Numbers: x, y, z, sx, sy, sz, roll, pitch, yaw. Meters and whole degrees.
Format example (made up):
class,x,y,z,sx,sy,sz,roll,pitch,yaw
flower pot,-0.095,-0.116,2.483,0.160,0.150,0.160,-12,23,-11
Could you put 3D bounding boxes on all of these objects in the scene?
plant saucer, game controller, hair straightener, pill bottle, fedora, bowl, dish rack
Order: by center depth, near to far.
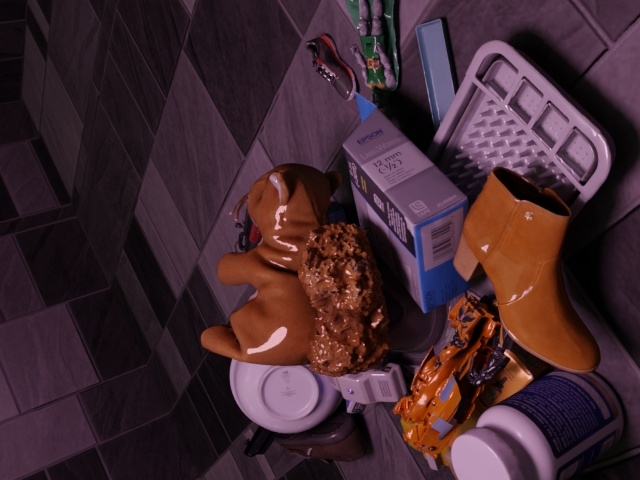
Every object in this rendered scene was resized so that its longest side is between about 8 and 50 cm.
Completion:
class,x,y,z,sx,sy,sz,roll,pitch,yaw
pill bottle,0.345,0.315,1.198,0.153,0.264,0.153,31,130,46
dish rack,0.311,-0.123,1.202,0.285,0.072,0.333,53,144,25
plant saucer,0.211,-0.287,1.317,0.067,0.018,0.192,3,110,56
fedora,0.143,0.133,1.486,0.275,0.124,0.244,10,98,50
bowl,-0.074,0.342,1.798,0.134,0.298,0.298,-105,1,-81
game controller,-0.110,0.443,2.005,0.067,0.166,0.319,30,120,0
hair straightener,-0.197,-0.015,2.060,0.089,0.047,0.230,49,146,31

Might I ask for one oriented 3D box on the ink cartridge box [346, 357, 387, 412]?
class,x,y,z,sx,sy,sz,roll,pitch,yaw
ink cartridge box,0.095,0.251,1.714,0.208,0.045,0.206,-96,17,-45

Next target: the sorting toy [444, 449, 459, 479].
class,x,y,z,sx,sy,sz,roll,pitch,yaw
sorting toy,0.375,0.494,1.349,0.255,0.089,0.257,62,160,-11

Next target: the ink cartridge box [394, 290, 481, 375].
class,x,y,z,sx,sy,sz,roll,pitch,yaw
ink cartridge box,0.251,0.184,1.494,0.181,0.056,0.225,35,115,44

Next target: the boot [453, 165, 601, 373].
class,x,y,z,sx,sy,sz,roll,pitch,yaw
boot,0.329,0.042,1.114,0.295,0.104,0.211,44,142,24

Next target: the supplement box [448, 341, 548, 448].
class,x,y,z,sx,sy,sz,roll,pitch,yaw
supplement box,0.306,0.284,1.359,0.078,0.080,0.233,49,126,25

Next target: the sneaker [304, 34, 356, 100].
class,x,y,z,sx,sy,sz,roll,pitch,yaw
sneaker,0.015,-0.348,1.535,0.158,0.065,0.061,60,146,17

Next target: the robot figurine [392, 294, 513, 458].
class,x,y,z,sx,sy,sz,roll,pitch,yaw
robot figurine,0.239,0.223,1.319,0.291,0.085,0.211,-62,11,8

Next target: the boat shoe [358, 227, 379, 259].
class,x,y,z,sx,sy,sz,roll,pitch,yaw
boat shoe,0.102,0.026,1.619,0.050,0.045,0.135,16,119,53

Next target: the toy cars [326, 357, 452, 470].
class,x,y,z,sx,sy,sz,roll,pitch,yaw
toy cars,0.157,0.350,1.520,0.393,0.087,0.176,36,139,5

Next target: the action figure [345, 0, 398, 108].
class,x,y,z,sx,sy,sz,roll,pitch,yaw
action figure,0.102,-0.363,1.407,0.137,0.063,0.232,14,121,50

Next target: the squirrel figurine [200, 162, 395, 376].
class,x,y,z,sx,sy,sz,roll,pitch,yaw
squirrel figurine,-0.013,0.047,1.407,0.397,0.281,0.370,13,99,45

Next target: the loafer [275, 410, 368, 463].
class,x,y,z,sx,sy,sz,roll,pitch,yaw
loafer,-0.001,0.529,1.957,0.130,0.134,0.366,54,154,-7

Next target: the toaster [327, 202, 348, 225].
class,x,y,z,sx,sy,sz,roll,pitch,yaw
toaster,0.000,0.000,1.659,0.227,0.129,0.146,-163,54,-80

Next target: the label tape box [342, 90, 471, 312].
class,x,y,z,sx,sy,sz,roll,pitch,yaw
label tape box,0.129,-0.075,1.358,0.348,0.115,0.249,51,166,38

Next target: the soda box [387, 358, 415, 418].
class,x,y,z,sx,sy,sz,roll,pitch,yaw
soda box,0.194,0.323,1.629,0.060,0.053,0.169,-15,94,57
